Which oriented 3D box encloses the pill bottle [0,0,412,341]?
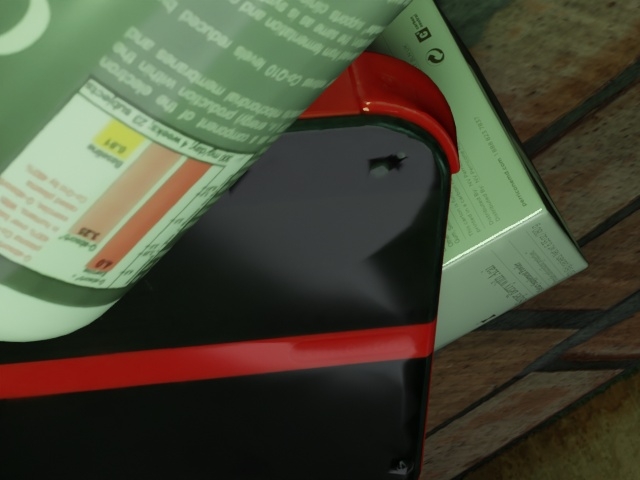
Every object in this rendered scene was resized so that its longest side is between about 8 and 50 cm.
[{"bbox_3d":[-0.107,-0.094,0.733,0.363,0.210,0.210,-45,157,16],"label":"pill bottle"}]

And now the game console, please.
[{"bbox_3d":[-0.117,0.049,1.113,0.386,0.060,0.342,-5,133,-10],"label":"game console"}]

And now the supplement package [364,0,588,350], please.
[{"bbox_3d":[0.000,0.000,1.281,0.293,0.175,0.177,-30,162,9],"label":"supplement package"}]
